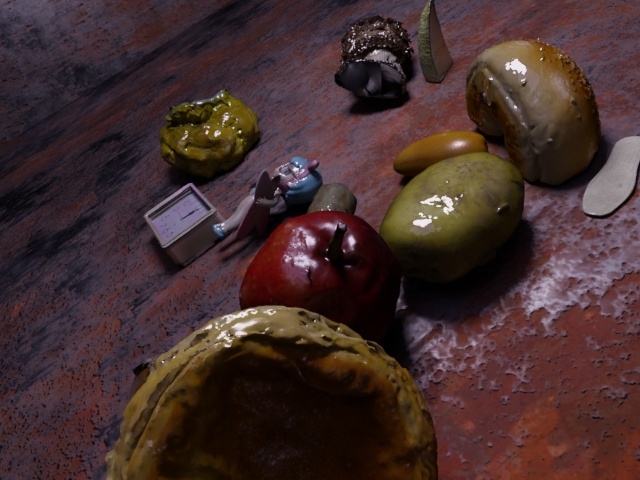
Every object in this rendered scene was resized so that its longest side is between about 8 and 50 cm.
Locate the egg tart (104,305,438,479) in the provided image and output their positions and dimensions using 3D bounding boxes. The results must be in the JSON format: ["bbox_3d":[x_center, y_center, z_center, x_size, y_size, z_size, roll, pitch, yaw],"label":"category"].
[{"bbox_3d":[-0.045,0.243,0.538,0.352,0.352,0.150,-43,3,-16],"label":"egg tart"}]

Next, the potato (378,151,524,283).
[{"bbox_3d":[0.204,-0.036,0.772,0.197,0.148,0.228,-8,40,43],"label":"potato"}]

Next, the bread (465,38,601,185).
[{"bbox_3d":[0.365,-0.262,0.885,0.171,0.192,0.314,-26,39,6],"label":"bread"}]

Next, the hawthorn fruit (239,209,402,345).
[{"bbox_3d":[0.000,0.053,0.665,0.230,0.266,0.210,-36,64,-22],"label":"hawthorn fruit"}]

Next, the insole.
[{"bbox_3d":[0.471,-0.105,0.795,0.063,0.010,0.192,15,56,41],"label":"insole"}]

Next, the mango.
[{"bbox_3d":[0.227,-0.155,0.942,0.184,0.085,0.102,-2,50,44],"label":"mango"}]

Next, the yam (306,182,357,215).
[{"bbox_3d":[0.000,0.000,0.903,0.093,0.093,0.259,-3,46,28],"label":"yam"}]

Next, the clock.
[{"bbox_3d":[-0.306,-0.041,1.145,0.147,0.071,0.192,-37,39,-10],"label":"clock"}]

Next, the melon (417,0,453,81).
[{"bbox_3d":[0.267,-0.475,1.186,0.054,0.182,0.098,23,66,44],"label":"melon"}]

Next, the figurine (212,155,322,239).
[{"bbox_3d":[-0.111,-0.081,1.068,0.260,0.102,0.205,-36,4,-6],"label":"figurine"}]

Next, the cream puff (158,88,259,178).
[{"bbox_3d":[-0.312,-0.300,1.341,0.282,0.185,0.281,-15,45,15],"label":"cream puff"}]

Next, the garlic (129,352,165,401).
[{"bbox_3d":[-0.145,0.232,0.657,0.207,0.207,0.256,-36,44,-8],"label":"garlic"}]

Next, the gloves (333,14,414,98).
[{"bbox_3d":[0.135,-0.469,1.290,0.211,0.135,0.312,-5,45,26],"label":"gloves"}]
